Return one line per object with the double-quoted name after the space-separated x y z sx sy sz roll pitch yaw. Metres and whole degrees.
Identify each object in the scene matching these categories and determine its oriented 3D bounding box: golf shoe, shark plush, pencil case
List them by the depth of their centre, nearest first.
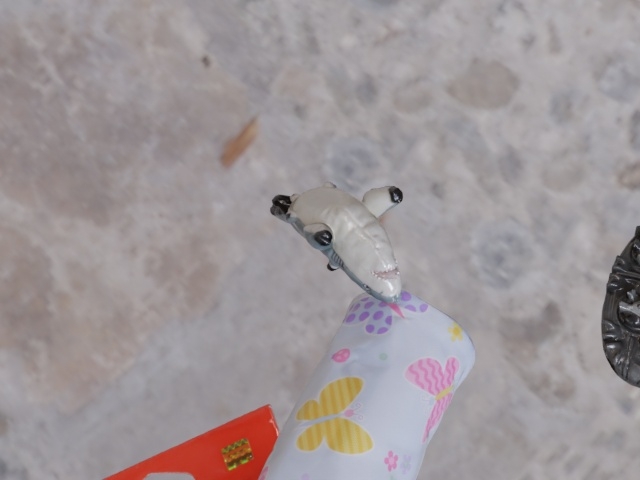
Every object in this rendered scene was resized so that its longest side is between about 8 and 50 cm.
0.186 0.016 0.822 0.198 0.077 0.094 -47 158 -38 "golf shoe"
0.000 0.000 1.267 0.073 0.161 0.067 -37 120 -31 "shark plush"
0.025 0.170 1.355 0.273 0.113 0.124 -63 147 -30 "pencil case"

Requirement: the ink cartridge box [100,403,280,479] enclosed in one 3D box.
-0.133 0.300 1.591 0.275 0.239 0.060 -25 156 9 "ink cartridge box"
